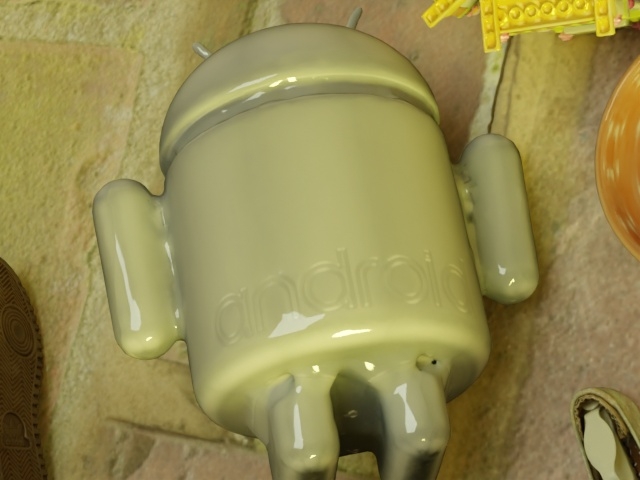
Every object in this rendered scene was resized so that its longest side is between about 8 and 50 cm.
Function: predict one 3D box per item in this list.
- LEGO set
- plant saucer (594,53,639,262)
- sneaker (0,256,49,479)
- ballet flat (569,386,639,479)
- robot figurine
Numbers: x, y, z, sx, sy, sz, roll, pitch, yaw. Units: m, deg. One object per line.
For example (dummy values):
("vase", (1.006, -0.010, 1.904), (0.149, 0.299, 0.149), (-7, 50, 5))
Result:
("LEGO set", (0.135, -0.198, 1.166), (0.287, 0.107, 0.132), (21, 105, 29))
("plant saucer", (0.276, -0.059, 1.088), (0.200, 0.037, 0.200), (-12, 67, 29))
("sneaker", (-0.305, 0.154, 1.359), (0.153, 0.099, 0.282), (-20, 66, 24))
("ballet flat", (0.193, 0.168, 1.053), (0.057, 0.052, 0.168), (-31, 59, 20))
("robot figurine", (0.000, 0.000, 1.148), (0.300, 0.200, 0.353), (-7, 64, -10))
